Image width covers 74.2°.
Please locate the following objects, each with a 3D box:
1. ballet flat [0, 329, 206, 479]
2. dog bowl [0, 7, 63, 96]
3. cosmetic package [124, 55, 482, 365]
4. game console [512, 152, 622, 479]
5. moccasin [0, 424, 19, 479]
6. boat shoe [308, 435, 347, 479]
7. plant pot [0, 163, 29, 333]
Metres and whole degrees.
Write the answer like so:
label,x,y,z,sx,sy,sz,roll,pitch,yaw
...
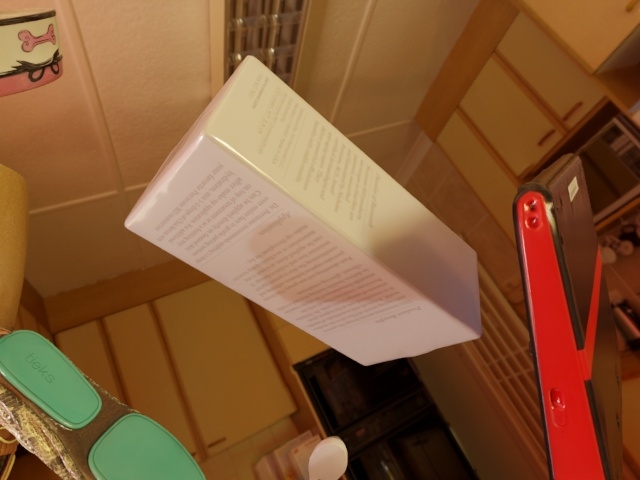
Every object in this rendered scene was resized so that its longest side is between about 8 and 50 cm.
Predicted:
label,x,y,z,sx,sy,sz,roll,pitch,yaw
ballet flat,-0.411,0.357,0.748,0.182,0.483,0.164,-52,-2,24
dog bowl,-0.809,-0.432,0.984,0.408,0.408,0.150,-21,-52,-21
cosmetic package,0.000,0.000,0.605,0.453,0.161,0.230,36,-43,-25
game console,0.310,0.076,0.523,0.060,0.341,0.387,-11,7,36
moccasin,-0.671,0.395,0.838,0.139,0.147,0.379,21,-93,-37
boat shoe,0.008,0.311,0.585,0.040,0.049,0.142,-65,-12,-59
plant pot,-0.576,-0.001,0.671,0.238,0.254,0.237,7,-22,3
